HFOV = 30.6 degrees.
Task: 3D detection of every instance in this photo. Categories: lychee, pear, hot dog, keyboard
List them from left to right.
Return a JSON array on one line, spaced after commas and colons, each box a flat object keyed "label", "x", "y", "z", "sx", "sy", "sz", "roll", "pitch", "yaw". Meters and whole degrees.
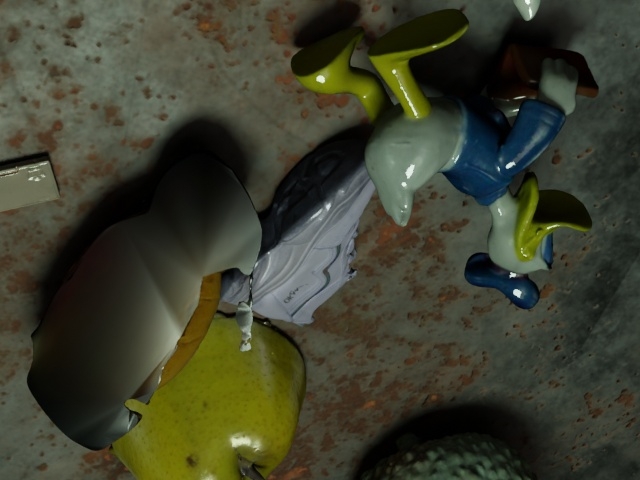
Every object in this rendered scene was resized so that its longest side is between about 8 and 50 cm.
[{"label": "keyboard", "x": -0.352, "y": -0.049, "z": 1.189, "sx": 0.166, "sy": 0.017, "sz": 0.055, "roll": -13, "pitch": 132, "yaw": -6}, {"label": "hot dog", "x": -0.172, "y": 0.060, "z": 1.249, "sx": 0.326, "sy": 0.107, "sz": 0.194, "roll": -40, "pitch": 99, "yaw": 11}, {"label": "pear", "x": -0.128, "y": 0.232, "z": 1.360, "sx": 0.267, "sy": 0.178, "sz": 0.267, "roll": -5, "pitch": 123, "yaw": -8}, {"label": "lychee", "x": 0.169, "y": 0.372, "z": 1.502, "sx": 0.255, "sy": 0.274, "sz": 0.255, "roll": -17, "pitch": 160, "yaw": -6}]

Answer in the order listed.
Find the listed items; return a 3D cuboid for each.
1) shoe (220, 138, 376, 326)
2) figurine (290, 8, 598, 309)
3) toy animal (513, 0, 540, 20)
[{"label": "shoe", "x": 0.000, "y": 0.000, "z": 1.281, "sx": 0.137, "sy": 0.095, "sz": 0.245, "roll": 30, "pitch": 116, "yaw": -35}, {"label": "figurine", "x": 0.163, "y": -0.086, "z": 1.196, "sx": 0.283, "sy": 0.204, "sz": 0.338, "roll": -34, "pitch": 114, "yaw": -28}, {"label": "toy animal", "x": 0.214, "y": -0.292, "z": 1.139, "sx": 0.124, "sy": 0.085, "sz": 0.071, "roll": -42, "pitch": 143, "yaw": 22}]
